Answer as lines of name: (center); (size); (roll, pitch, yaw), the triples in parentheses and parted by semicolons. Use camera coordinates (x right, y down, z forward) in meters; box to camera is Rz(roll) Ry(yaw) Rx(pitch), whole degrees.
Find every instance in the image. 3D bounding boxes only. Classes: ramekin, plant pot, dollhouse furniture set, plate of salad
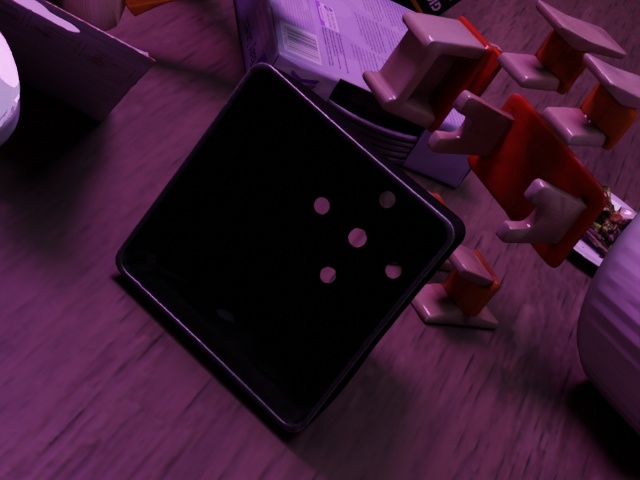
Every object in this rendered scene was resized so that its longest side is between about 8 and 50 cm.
ramekin: (0.338, 0.057, 1.286); (0.273, 0.273, 0.127); (-1, 32, -48)
plant pot: (0.000, 0.000, 1.100); (0.187, 0.188, 0.167); (42, 17, 14)
dollhouse furniture set: (0.160, -0.089, 1.314); (0.135, 0.262, 0.259); (11, 35, -41)
plate of salad: (0.302, -0.024, 1.587); (0.199, 0.048, 0.200); (25, 30, -16)

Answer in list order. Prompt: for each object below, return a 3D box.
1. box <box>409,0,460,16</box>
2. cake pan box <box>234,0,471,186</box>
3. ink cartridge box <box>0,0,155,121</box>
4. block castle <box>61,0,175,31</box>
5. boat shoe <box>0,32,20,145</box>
box: (0.052, -0.451, 1.838); (0.257, 0.079, 0.322); (48, 11, -47)
cake pan box: (0.037, -0.184, 1.535); (0.245, 0.070, 0.267); (19, 31, -23)
ink cartridge box: (-0.216, -0.171, 1.115); (0.189, 0.232, 0.066); (27, 72, -13)
block castle: (-0.185, -0.420, 1.398); (0.303, 0.213, 0.453); (-15, 50, -24)
boat shoe: (-0.325, -0.138, 1.035); (0.306, 0.105, 0.113); (33, 57, 16)
